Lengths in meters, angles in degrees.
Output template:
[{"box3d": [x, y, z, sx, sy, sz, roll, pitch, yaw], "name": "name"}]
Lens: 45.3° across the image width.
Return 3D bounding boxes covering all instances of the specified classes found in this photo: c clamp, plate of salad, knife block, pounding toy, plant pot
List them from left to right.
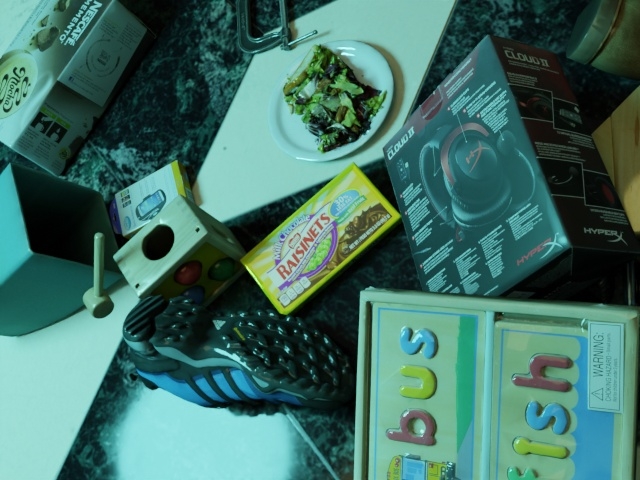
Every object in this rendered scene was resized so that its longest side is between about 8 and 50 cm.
[{"box3d": [-0.449, 0.036, 1.154, 0.234, 0.166, 0.165, -38, 58, 21], "name": "plant pot"}, {"box3d": [-0.222, 0.048, 1.029, 0.206, 0.181, 0.094, -43, 59, 4], "name": "pounding toy"}, {"box3d": [-0.074, -0.360, 1.223, 0.137, 0.022, 0.160, -22, 63, 22], "name": "c clamp"}, {"box3d": [0.008, -0.208, 1.104, 0.200, 0.048, 0.199, -9, 66, 21], "name": "plate of salad"}, {"box3d": [0.391, -0.037, 0.830, 0.275, 0.088, 0.242, -46, 59, 2], "name": "knife block"}]

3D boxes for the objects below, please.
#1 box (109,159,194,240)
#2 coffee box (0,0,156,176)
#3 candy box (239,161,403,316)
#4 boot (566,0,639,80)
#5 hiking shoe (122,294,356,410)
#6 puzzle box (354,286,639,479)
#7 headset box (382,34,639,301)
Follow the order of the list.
[{"box3d": [-0.262, -0.058, 1.183, 0.136, 0.028, 0.081, -27, 61, 16], "name": "box"}, {"box3d": [-0.443, -0.283, 1.305, 0.168, 0.119, 0.297, 31, 85, 33], "name": "coffee box"}, {"box3d": [0.000, 0.000, 1.024, 0.206, 0.027, 0.105, -41, 69, 5], "name": "candy box"}, {"box3d": [0.410, -0.331, 0.954, 0.115, 0.112, 0.305, 24, 75, 1], "name": "boot"}, {"box3d": [-0.101, 0.160, 0.984, 0.304, 0.132, 0.113, 15, 42, 12], "name": "hiking shoe"}, {"box3d": [0.162, 0.255, 0.755, 0.272, 0.052, 0.408, 2, 92, 27], "name": "puzzle box"}, {"box3d": [0.193, -0.065, 0.863, 0.218, 0.110, 0.293, -46, 48, 47], "name": "headset box"}]
